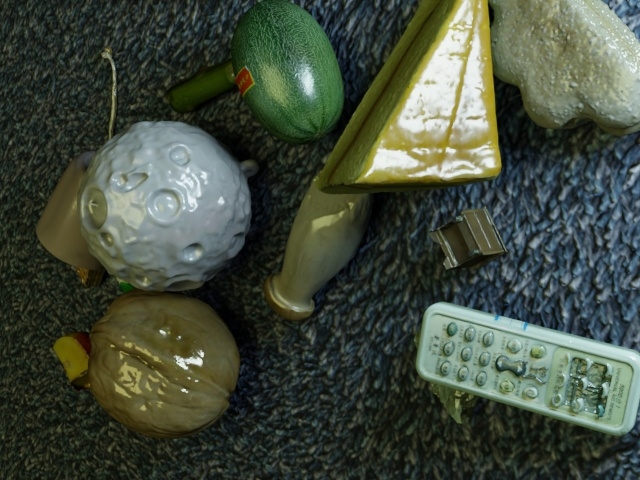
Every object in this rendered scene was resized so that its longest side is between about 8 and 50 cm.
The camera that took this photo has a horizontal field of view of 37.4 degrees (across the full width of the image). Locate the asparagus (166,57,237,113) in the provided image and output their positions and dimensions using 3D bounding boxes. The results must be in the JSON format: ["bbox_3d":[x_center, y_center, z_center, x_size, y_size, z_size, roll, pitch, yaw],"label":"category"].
[{"bbox_3d":[-0.199,-0.318,1.862,0.278,0.060,0.067,-14,65,41],"label":"asparagus"}]

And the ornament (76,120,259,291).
[{"bbox_3d":[-0.306,-0.067,1.811,0.337,0.337,0.336,4,97,41],"label":"ornament"}]

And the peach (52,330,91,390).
[{"bbox_3d":[-0.540,0.269,2.175,0.151,0.118,0.151,58,165,25],"label":"peach"}]

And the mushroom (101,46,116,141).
[{"bbox_3d":[-0.469,-0.291,2.126,0.028,0.026,0.286,2,97,57],"label":"mushroom"}]

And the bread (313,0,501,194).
[{"bbox_3d":[0.129,-0.255,1.433,0.233,0.245,0.361,180,89,-75],"label":"bread"}]

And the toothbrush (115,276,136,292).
[{"bbox_3d":[-0.417,0.112,2.110,0.418,0.040,0.042,52,141,30],"label":"toothbrush"}]

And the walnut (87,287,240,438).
[{"bbox_3d":[-0.312,0.240,1.866,0.313,0.252,0.277,22,103,9],"label":"walnut"}]

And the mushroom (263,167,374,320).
[{"bbox_3d":[0.000,0.000,1.677,0.128,0.128,0.350,49,127,27],"label":"mushroom"}]

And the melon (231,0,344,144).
[{"bbox_3d":[-0.062,-0.305,1.660,0.182,0.182,0.287,-29,74,39],"label":"melon"}]

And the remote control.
[{"bbox_3d":[0.310,0.187,1.418,0.336,0.066,0.127,14,101,25],"label":"remote control"}]

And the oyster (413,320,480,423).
[{"bbox_3d":[0.215,0.200,1.544,0.177,0.064,0.125,55,129,25],"label":"oyster"}]

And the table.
[{"bbox_3d":[0.232,0.000,1.495,0.070,0.082,0.083,-34,72,38],"label":"table"}]

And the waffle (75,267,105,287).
[{"bbox_3d":[-0.547,0.027,2.190,0.148,0.042,0.102,59,145,22],"label":"waffle"}]

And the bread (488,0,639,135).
[{"bbox_3d":[0.341,-0.273,1.363,0.183,0.102,0.337,-49,62,33],"label":"bread"}]

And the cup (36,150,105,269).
[{"bbox_3d":[-0.464,-0.055,2.051,0.253,0.191,0.200,33,115,1],"label":"cup"}]
